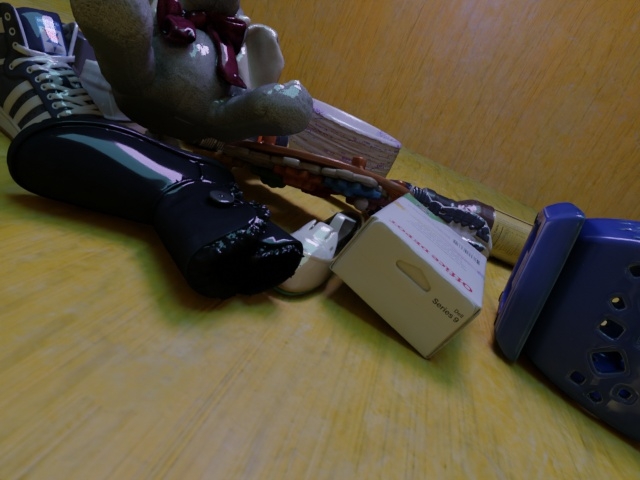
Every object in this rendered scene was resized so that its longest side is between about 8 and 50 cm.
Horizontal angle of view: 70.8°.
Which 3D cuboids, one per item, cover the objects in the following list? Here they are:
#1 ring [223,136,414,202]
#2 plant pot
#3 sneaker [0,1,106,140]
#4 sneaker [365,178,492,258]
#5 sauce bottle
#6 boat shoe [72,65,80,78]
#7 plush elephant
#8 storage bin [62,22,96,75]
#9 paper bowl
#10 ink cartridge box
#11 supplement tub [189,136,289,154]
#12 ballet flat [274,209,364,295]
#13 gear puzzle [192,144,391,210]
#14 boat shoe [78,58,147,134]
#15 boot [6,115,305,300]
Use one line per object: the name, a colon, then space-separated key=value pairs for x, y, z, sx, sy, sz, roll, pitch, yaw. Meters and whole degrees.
ring: x=0.001 y=-0.123 z=0.780 sx=0.336 sy=0.032 sz=0.336 roll=15 pitch=2 yaw=0
plant pot: x=0.369 y=0.076 z=0.603 sx=0.212 sy=0.236 sz=0.236 roll=24 pitch=18 yaw=19
sneaker: x=-0.317 y=-0.183 z=0.552 sx=0.282 sy=0.153 sz=0.099 roll=33 pitch=22 yaw=20
sneaker: x=0.202 y=-0.029 z=0.891 sx=0.275 sy=0.107 sz=0.110 roll=32 pitch=-7 yaw=27
sauce bottle: x=0.375 y=-0.027 z=1.024 sx=0.344 sy=0.112 sz=0.111 roll=22 pitch=20 yaw=-8
boat shoe: x=-0.533 y=-0.335 z=0.803 sx=0.223 sy=0.080 sz=0.073 roll=32 pitch=15 yaw=4
plush elephant: x=-0.160 y=-0.274 z=0.613 sx=0.271 sy=0.256 sz=0.330 roll=20 pitch=-14 yaw=-26
storage bin: x=-0.516 y=-0.384 z=0.914 sx=0.135 sy=0.091 sz=0.098 roll=27 pitch=20 yaw=8
paper bowl: x=0.038 y=-0.225 z=1.076 sx=0.284 sy=0.148 sz=0.284 roll=21 pitch=20 yaw=-8
ink cartridge box: x=0.124 y=0.030 z=0.581 sx=0.154 sy=0.093 sz=0.212 roll=42 pitch=22 yaw=7
supplement tub: x=-0.164 y=-0.215 z=0.880 sx=0.197 sy=0.106 sz=0.106 roll=14 pitch=23 yaw=-28
ballet flat: x=0.000 y=0.000 z=0.579 sx=0.080 sy=0.073 sz=0.232 roll=31 pitch=21 yaw=11
gear puzzle: x=-0.063 y=-0.099 z=0.713 sx=0.338 sy=0.044 sz=0.175 roll=16 pitch=1 yaw=18
boat shoe: x=-0.324 y=-0.294 z=0.814 sx=0.135 sy=0.157 sz=0.367 roll=24 pitch=20 yaw=-4
boot: x=-0.155 y=-0.032 z=0.444 sx=0.246 sy=0.094 sz=0.207 roll=8 pitch=25 yaw=-41
